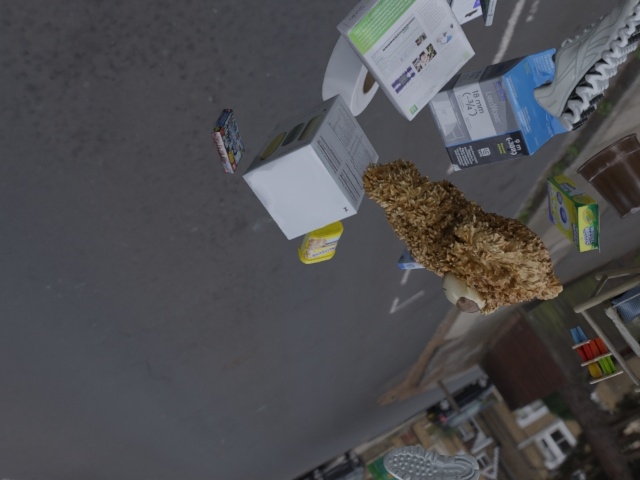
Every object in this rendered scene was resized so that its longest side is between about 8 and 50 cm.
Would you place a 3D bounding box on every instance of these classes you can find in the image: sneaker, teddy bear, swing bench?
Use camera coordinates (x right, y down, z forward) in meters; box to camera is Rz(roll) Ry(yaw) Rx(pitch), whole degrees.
[{"bbox_3d":[0.251,0.540,1.590,0.235,0.090,0.095,14,155,-13],"label":"sneaker"},{"bbox_3d":[0.157,0.000,0.891,0.113,0.338,0.245,-37,136,-7],"label":"teddy bear"},{"bbox_3d":[0.760,0.170,1.497,0.165,0.253,0.255,-41,-176,-38],"label":"swing bench"},{"bbox_3d":[0.484,-0.340,1.197,0.110,0.118,0.292,-23,148,-47],"label":"sneaker"}]

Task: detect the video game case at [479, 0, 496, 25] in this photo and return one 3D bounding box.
[{"bbox_3d":[0.436,-0.698,1.791,0.022,0.190,0.173,-9,163,5],"label":"video game case"}]

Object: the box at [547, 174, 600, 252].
[{"bbox_3d":[0.515,-0.052,1.372,0.043,0.179,0.105,-14,117,-1],"label":"box"}]

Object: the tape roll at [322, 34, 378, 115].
[{"bbox_3d":[0.115,-0.508,1.949,0.286,0.100,0.286,-59,167,-22],"label":"tape roll"}]

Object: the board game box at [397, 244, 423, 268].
[{"bbox_3d":[0.215,0.020,1.408,0.090,0.020,0.090,-7,-139,45],"label":"board game box"}]

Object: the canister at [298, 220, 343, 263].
[{"bbox_3d":[0.000,0.000,2.239,0.126,0.073,0.170,-12,154,-19],"label":"canister"}]

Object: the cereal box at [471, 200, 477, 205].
[{"bbox_3d":[0.392,0.024,1.601,0.047,0.173,0.240,-21,156,16],"label":"cereal box"}]

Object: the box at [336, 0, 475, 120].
[{"bbox_3d":[0.205,-0.459,1.551,0.232,0.058,0.322,-46,138,2],"label":"box"}]

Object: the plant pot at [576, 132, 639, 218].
[{"bbox_3d":[0.763,-0.154,1.698,0.167,0.165,0.167,-27,165,-8],"label":"plant pot"}]

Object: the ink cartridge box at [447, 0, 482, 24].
[{"bbox_3d":[0.466,-0.763,2.062,0.206,0.045,0.208,-30,153,-21],"label":"ink cartridge box"}]

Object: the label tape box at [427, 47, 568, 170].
[{"bbox_3d":[0.479,-0.340,1.797,0.334,0.240,0.106,-9,-150,36],"label":"label tape box"}]

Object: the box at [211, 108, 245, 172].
[{"bbox_3d":[-0.235,-0.254,1.732,0.027,0.094,0.137,5,139,17],"label":"box"}]

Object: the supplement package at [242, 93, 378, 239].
[{"bbox_3d":[-0.015,-0.178,1.610,0.199,0.198,0.262,-21,-153,30],"label":"supplement package"}]

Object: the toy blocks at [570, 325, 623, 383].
[{"bbox_3d":[0.702,0.285,1.738,0.054,0.148,0.123,-17,161,-12],"label":"toy blocks"}]
